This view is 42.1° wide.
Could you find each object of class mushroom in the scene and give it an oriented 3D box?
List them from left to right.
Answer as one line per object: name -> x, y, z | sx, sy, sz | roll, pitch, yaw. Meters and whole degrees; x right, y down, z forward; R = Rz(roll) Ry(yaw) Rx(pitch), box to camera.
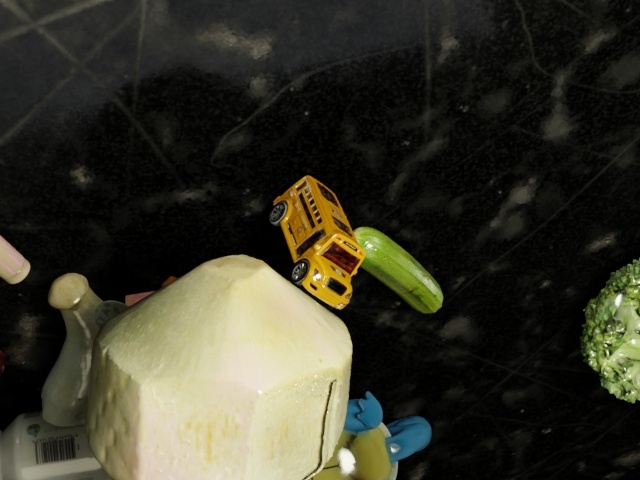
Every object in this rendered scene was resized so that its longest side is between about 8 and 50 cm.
mushroom -> -0.356, 0.166, 1.253 | 0.118, 0.103, 0.270 | 1, 120, -25

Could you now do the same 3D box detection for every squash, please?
squash -> 0.119, 0.048, 1.303 | 0.066, 0.066, 0.229 | -37, 131, 17

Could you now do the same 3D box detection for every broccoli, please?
broccoli -> 0.583, 0.143, 1.424 | 0.260, 0.235, 0.288 | 9, 148, 22

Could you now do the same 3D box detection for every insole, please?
insole -> -0.248, 0.148, 1.196 | 0.065, 0.006, 0.193 | -38, 122, 13

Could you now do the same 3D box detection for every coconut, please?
coconut -> -0.123, 0.179, 1.069 | 0.353, 0.352, 0.352 | -8, 133, -9

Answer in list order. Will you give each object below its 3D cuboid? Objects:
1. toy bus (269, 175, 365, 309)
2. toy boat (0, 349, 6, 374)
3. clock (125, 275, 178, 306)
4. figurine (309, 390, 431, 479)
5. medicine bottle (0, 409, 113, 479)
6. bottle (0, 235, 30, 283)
toy bus -> 0.000, 0.000, 1.135 | 0.088, 0.194, 0.083 | -43, 129, 17
toy boat -> -0.553, 0.223, 1.238 | 0.097, 0.100, 0.223 | 15, 125, -44
clock -> -0.203, 0.172, 1.300 | 0.220, 0.106, 0.255 | -10, 128, -9
figurine -> 0.016, 0.389, 1.495 | 0.416, 0.243, 0.298 | -14, 90, -8
medicine bottle -> -0.447, 0.343, 1.351 | 0.215, 0.135, 0.135 | -6, 132, -10
bottle -> -0.438, 0.018, 1.125 | 0.045, 0.045, 0.096 | -27, 135, 8
